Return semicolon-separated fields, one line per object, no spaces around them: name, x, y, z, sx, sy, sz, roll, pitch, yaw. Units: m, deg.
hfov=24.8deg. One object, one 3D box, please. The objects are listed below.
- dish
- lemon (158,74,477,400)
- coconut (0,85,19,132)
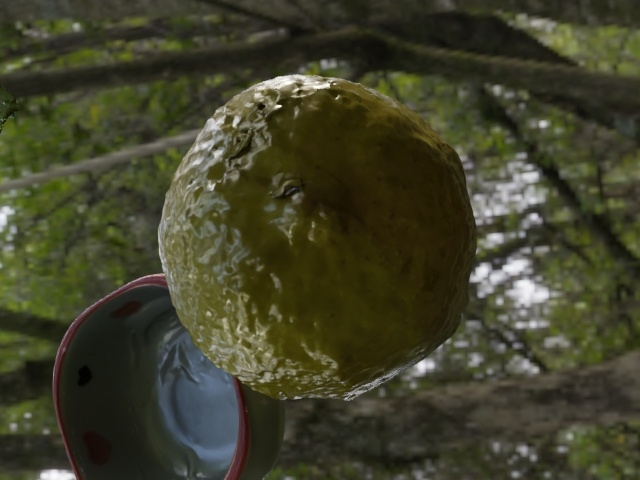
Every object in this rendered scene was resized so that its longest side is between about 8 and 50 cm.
dish;-0.133;0.157;1.417;0.117;0.256;0.256;-1;-94;-54
lemon;0.000;0.000;1.199;0.322;0.268;0.268;39;-129;-76
coconut;-0.357;-0.153;1.495;0.055;0.133;0.158;-21;-56;-23
